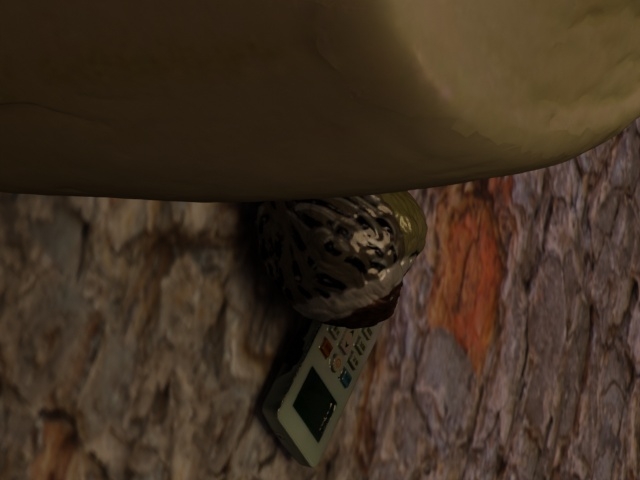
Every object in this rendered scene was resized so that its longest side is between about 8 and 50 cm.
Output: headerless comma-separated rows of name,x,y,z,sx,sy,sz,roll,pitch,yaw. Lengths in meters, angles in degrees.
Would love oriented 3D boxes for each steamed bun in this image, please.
steamed bun,0.012,-0.176,0.817,0.456,0.371,0.290,-50,133,-44

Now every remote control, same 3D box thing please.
remote control,0.008,0.057,1.154,0.166,0.029,0.065,-64,143,-30

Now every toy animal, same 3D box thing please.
toy animal,0.000,0.000,1.081,0.137,0.098,0.098,20,72,-42
